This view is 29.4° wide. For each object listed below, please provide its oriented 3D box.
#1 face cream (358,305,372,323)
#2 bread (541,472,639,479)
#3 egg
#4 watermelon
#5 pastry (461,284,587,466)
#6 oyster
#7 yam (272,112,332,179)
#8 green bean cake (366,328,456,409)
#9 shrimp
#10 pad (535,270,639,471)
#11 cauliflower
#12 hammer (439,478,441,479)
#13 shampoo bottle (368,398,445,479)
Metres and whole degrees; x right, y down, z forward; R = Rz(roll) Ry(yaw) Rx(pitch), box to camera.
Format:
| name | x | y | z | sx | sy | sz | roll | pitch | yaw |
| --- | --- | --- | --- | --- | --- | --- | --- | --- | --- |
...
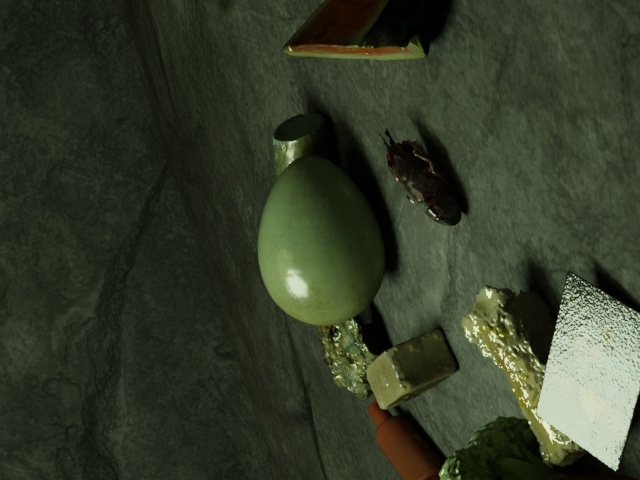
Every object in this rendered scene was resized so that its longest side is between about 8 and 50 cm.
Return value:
| name | x | y | z | sx | sy | sz | roll | pitch | yaw |
| --- | --- | --- | --- | --- | --- | --- | --- | --- | --- |
| face cream | 0.071 | 0.098 | 2.304 | 0.034 | 0.034 | 0.130 | 18 | 129 | 70 |
| bread | 0.325 | 0.449 | 1.378 | 0.358 | 0.337 | 0.204 | 30 | 153 | 33 |
| egg | 0.000 | 0.000 | 2.090 | 0.218 | 0.218 | 0.296 | -157 | 60 | -68 |
| watermelon | 0.078 | -0.282 | 1.650 | 0.128 | 0.159 | 0.303 | 43 | 171 | -21 |
| pastry | 0.283 | 0.173 | 1.598 | 0.121 | 0.089 | 0.258 | -53 | 55 | 40 |
| oyster | 0.057 | 0.212 | 2.367 | 0.198 | 0.092 | 0.260 | 54 | 169 | 21 |
| yam | -0.030 | -0.137 | 2.205 | 0.107 | 0.107 | 0.194 | 51 | 156 | 46 |
| green bean cake | 0.151 | 0.219 | 2.064 | 0.085 | 0.109 | 0.179 | 65 | 164 | 12 |
| shrimp | 0.142 | -0.096 | 1.772 | 0.190 | 0.073 | 0.075 | 49 | 113 | 28 |
| pad | 0.325 | 0.157 | 1.458 | 0.143 | 0.003 | 0.212 | 35 | 129 | 44 |
| cauliflower | 0.274 | 0.384 | 1.648 | 0.272 | 0.250 | 0.275 | -7 | -91 | -62 |
| hammer | 0.252 | 0.456 | 1.990 | 0.242 | 0.095 | 0.409 | 41 | -177 | -7 |
| shampoo bottle | 0.158 | 0.385 | 2.307 | 0.244 | 0.085 | 0.085 | -127 | 22 | -48 |
